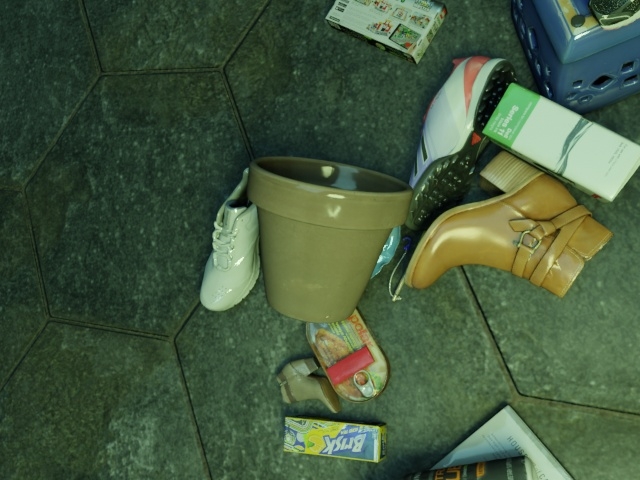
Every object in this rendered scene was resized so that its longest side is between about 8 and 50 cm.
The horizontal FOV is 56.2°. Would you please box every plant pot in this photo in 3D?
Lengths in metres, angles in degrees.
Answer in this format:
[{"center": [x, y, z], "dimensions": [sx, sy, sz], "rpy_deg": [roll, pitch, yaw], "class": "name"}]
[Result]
[{"center": [0.429, -0.356, 0.907], "dimensions": [0.235, 0.212, 0.236], "rpy_deg": [-20, 72, 16], "class": "plant pot"}, {"center": [0.000, 0.000, 0.970], "dimensions": [0.263, 0.263, 0.229], "rpy_deg": [17, 109, 24], "class": "plant pot"}]

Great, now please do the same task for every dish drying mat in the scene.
[{"center": [0.051, 0.212, 1.015], "dimensions": [0.083, 0.008, 0.032], "rpy_deg": [-34, 69, 13], "class": "dish drying mat"}]

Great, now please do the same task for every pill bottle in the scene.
[{"center": [0.193, 0.394, 0.859], "dimensions": [0.245, 0.130, 0.131], "rpy_deg": [-17, 73, 18], "class": "pill bottle"}]

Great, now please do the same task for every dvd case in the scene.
[{"center": [0.260, 0.398, 0.919], "dimensions": [0.238, 0.029, 0.179], "rpy_deg": [-43, 67, 8], "class": "dvd case"}]

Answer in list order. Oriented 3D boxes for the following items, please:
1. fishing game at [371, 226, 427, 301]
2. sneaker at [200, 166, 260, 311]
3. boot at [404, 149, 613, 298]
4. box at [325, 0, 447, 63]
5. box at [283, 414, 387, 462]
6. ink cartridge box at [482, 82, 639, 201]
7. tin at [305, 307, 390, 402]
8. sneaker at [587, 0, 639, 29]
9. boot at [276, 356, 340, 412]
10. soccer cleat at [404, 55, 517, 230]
[{"center": [0.053, -0.014, 1.083], "dimensions": [0.264, 0.041, 0.189], "rpy_deg": [20, 88, 16], "class": "fishing game"}, {"center": [-0.161, -0.010, 1.117], "dimensions": [0.111, 0.129, 0.297], "rpy_deg": [21, 89, 22], "class": "sneaker"}, {"center": [0.292, 0.021, 0.955], "dimensions": [0.220, 0.109, 0.283], "rpy_deg": [43, 89, 19], "class": "boot"}, {"center": [0.123, -0.427, 1.139], "dimensions": [0.207, 0.036, 0.114], "rpy_deg": [33, 92, 24], "class": "box"}, {"center": [0.025, 0.332, 1.013], "dimensions": [0.168, 0.054, 0.059], "rpy_deg": [-1, 79, 21], "class": "box"}, {"center": [0.364, -0.143, 0.905], "dimensions": [0.208, 0.153, 0.087], "rpy_deg": [33, 104, 18], "class": "ink cartridge box"}, {"center": [0.049, 0.189, 1.043], "dimensions": [0.106, 0.040, 0.190], "rpy_deg": [-35, 69, 16], "class": "tin"}, {"center": [0.415, -0.350, 0.752], "dimensions": [0.178, 0.077, 0.072], "rpy_deg": [-42, 66, 10], "class": "sneaker"}, {"center": [-0.025, 0.265, 1.058], "dimensions": [0.087, 0.042, 0.118], "rpy_deg": [-35, 67, 19], "class": "boot"}, {"center": [0.213, -0.167, 1.026], "dimensions": [0.116, 0.108, 0.318], "rpy_deg": [30, 94, 46], "class": "soccer cleat"}]
